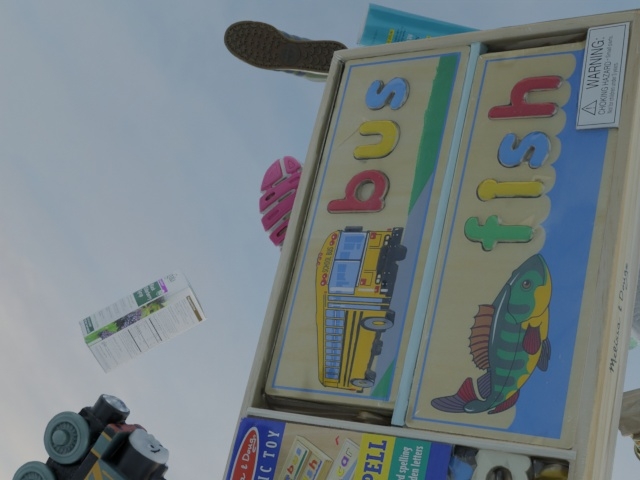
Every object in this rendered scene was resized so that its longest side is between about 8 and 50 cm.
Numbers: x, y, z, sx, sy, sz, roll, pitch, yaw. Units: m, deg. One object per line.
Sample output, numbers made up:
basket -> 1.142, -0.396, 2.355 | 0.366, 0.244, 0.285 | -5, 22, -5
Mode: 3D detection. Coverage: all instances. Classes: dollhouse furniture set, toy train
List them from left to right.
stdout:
toy train -> -0.359, 0.398, 1.429 | 0.190, 0.334, 0.142 | 34, 0, 21
dollhouse furniture set -> 0.445, 0.292, 1.203 | 0.101, 0.161, 0.182 | -20, -46, 24

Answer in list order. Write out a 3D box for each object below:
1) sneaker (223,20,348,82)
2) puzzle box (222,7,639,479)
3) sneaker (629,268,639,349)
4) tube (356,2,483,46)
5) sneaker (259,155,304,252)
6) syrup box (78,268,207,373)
sneaker -> -0.038, -0.260, 1.378 | 0.192, 0.086, 0.064 | 15, -92, 18
puzzle box -> 0.084, 0.034, 0.694 | 0.272, 0.408, 0.052 | -1, -23, 36
sneaker -> 0.354, 0.079, 1.034 | 0.151, 0.094, 0.256 | 57, -1, -37
tube -> 0.150, -0.240, 1.191 | 0.207, 0.052, 0.080 | 13, -37, -6
sneaker -> 0.000, 0.000, 0.895 | 0.063, 0.075, 0.170 | -36, -114, 21
syrup box -> -0.363, 0.163, 1.985 | 0.096, 0.237, 0.093 | 66, -9, -31
